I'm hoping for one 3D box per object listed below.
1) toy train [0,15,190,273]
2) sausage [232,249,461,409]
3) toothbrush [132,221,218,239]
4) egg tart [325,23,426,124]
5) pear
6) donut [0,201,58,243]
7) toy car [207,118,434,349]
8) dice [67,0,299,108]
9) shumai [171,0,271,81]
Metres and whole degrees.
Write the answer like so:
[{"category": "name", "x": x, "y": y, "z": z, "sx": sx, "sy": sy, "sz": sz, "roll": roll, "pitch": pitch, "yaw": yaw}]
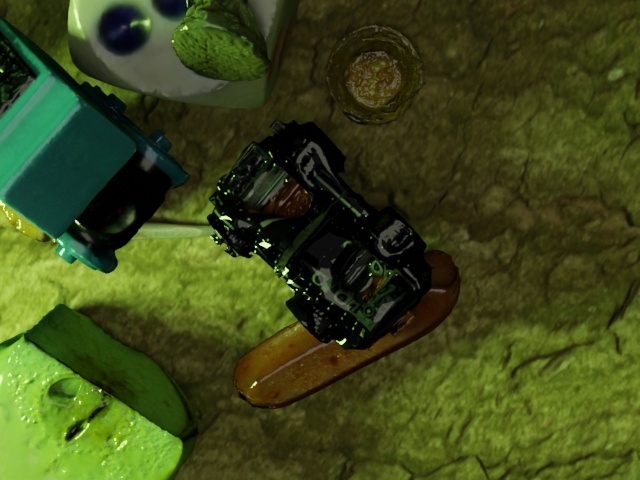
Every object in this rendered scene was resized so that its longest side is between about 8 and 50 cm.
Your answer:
[{"category": "toy train", "x": -0.316, "y": -0.117, "z": 1.739, "sx": 0.188, "sy": 0.300, "sz": 0.265, "roll": -49, "pitch": 129, "yaw": 1}, {"category": "sausage", "x": 0.038, "y": 0.120, "z": 1.957, "sx": 0.330, "sy": 0.102, "sz": 0.102, "roll": -29, "pitch": 102, "yaw": 6}, {"category": "toothbrush", "x": -0.181, "y": -0.011, "z": 1.958, "sx": 0.307, "sy": 0.029, "sz": 0.025, "roll": 1, "pitch": 108, "yaw": 0}, {"category": "egg tart", "x": 0.071, "y": -0.208, "z": 1.900, "sx": 0.130, "sy": 0.052, "sz": 0.130, "roll": 0, "pitch": 101, "yaw": 0}, {"category": "pear", "x": -0.332, "y": 0.259, "z": 1.955, "sx": 0.286, "sy": 0.176, "sz": 0.282, "roll": 33, "pitch": 103, "yaw": -3}, {"category": "donut", "x": -0.324, "y": -0.078, "z": 1.922, "sx": 0.178, "sy": 0.065, "sz": 0.162, "roll": -7, "pitch": 92, "yaw": 3}, {"category": "toy car", "x": 0.001, "y": 0.001, "z": 1.876, "sx": 0.193, "sy": 0.118, "sz": 0.301, "roll": -44, "pitch": 79, "yaw": 1}, {"category": "dice", "x": -0.147, "y": -0.301, "z": 1.772, "sx": 0.243, "sy": 0.259, "sz": 0.251, "roll": 15, "pitch": 104, "yaw": -2}, {"category": "shumai", "x": -0.105, "y": -0.232, "z": 1.626, "sx": 0.099, "sy": 0.124, "sz": 0.087, "roll": -3, "pitch": 66, "yaw": 20}]
